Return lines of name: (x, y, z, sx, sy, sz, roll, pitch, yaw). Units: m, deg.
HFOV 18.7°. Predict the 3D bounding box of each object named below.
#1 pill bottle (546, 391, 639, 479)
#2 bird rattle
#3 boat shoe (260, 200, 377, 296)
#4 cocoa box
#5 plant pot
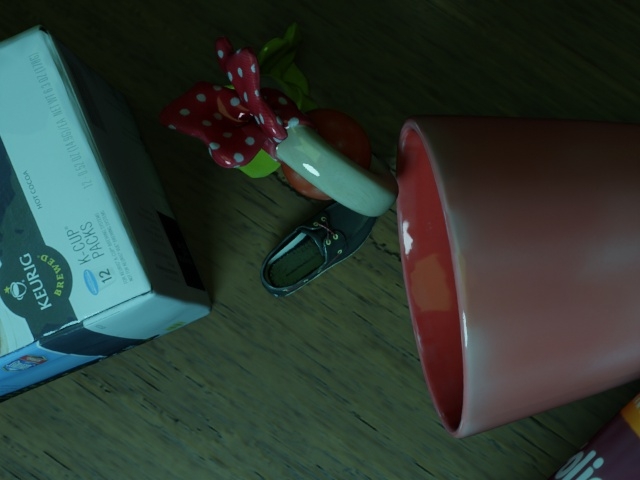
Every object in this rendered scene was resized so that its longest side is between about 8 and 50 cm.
pill bottle: (0.298, 0.234, 1.556, 0.392, 0.224, 0.224, -45, 84, 7)
bird rattle: (-0.015, -0.099, 1.660, 0.207, 0.253, 0.143, 36, 93, -5)
boat shoe: (0.001, 0.001, 1.751, 0.133, 0.042, 0.049, -40, 82, -2)
cocoa box: (-0.254, -0.004, 1.613, 0.228, 0.347, 0.231, -23, 85, 2)
plant pot: (0.207, 0.015, 1.641, 0.243, 0.275, 0.274, -8, 85, -7)
